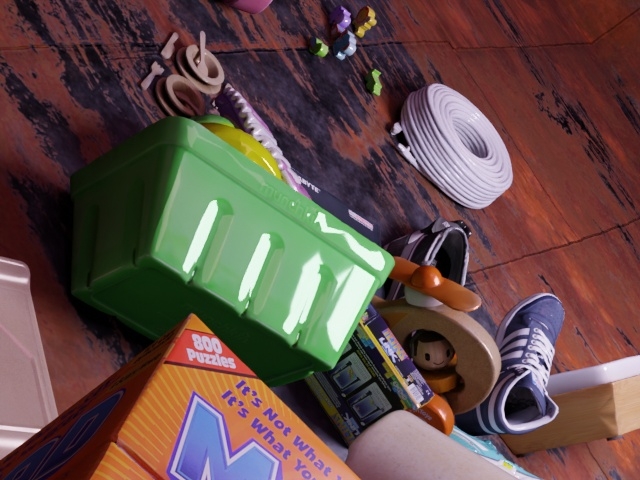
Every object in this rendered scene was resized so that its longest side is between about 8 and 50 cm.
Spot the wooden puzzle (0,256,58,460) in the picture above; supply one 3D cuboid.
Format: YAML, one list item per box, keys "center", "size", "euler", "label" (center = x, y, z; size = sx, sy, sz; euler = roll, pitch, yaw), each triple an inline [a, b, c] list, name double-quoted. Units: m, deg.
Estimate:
- center: [-0.372, 0.116, 1.314]
  size: [0.221, 0.044, 0.238]
  euler: [16, 50, -47]
  label: "wooden puzzle"

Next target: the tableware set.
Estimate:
- center: [-0.187, -0.238, 1.942]
  size: [0.128, 0.039, 0.194]
  euler: [43, 31, -16]
  label: "tableware set"

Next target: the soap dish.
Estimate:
- center: [0.434, 0.264, 2.104]
  size: [0.291, 0.229, 0.118]
  euler: [-2, 76, -55]
  label: "soap dish"

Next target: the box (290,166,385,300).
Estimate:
- center: [0.000, 0.000, 1.936]
  size: [0.220, 0.051, 0.175]
  euler: [33, 35, -29]
  label: "box"

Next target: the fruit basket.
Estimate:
- center: [-0.116, -0.035, 1.634]
  size: [0.392, 0.283, 0.392]
  euler: [19, 61, -38]
  label: "fruit basket"

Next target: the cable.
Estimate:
- center: [0.256, -0.182, 2.446]
  size: [0.257, 0.089, 0.257]
  euler: [43, 31, -16]
  label: "cable"

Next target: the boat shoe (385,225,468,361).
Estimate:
- center: [0.161, 0.108, 1.936]
  size: [0.113, 0.105, 0.306]
  euler: [39, 49, -18]
  label: "boat shoe"

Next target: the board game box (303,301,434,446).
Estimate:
- center: [0.049, 0.173, 1.726]
  size: [0.048, 0.141, 0.170]
  euler: [-27, 82, -50]
  label: "board game box"

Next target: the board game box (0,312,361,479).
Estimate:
- center: [-0.150, 0.356, 1.044]
  size: [0.356, 0.356, 0.356]
  euler: [46, 31, -12]
  label: "board game box"

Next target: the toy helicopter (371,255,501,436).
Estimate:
- center: [0.084, 0.101, 1.765]
  size: [0.355, 0.235, 0.140]
  euler: [31, 39, 12]
  label: "toy helicopter"

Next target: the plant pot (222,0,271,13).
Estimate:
- center: [-0.157, -0.491, 2.122]
  size: [0.180, 0.201, 0.201]
  euler: [15, 44, -25]
  label: "plant pot"

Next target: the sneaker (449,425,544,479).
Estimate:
- center: [0.254, 0.338, 1.889]
  size: [0.275, 0.107, 0.110]
  euler: [34, 25, -29]
  label: "sneaker"

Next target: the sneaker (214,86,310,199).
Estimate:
- center: [-0.109, -0.116, 1.857]
  size: [0.236, 0.104, 0.095]
  euler: [61, 10, 31]
  label: "sneaker"

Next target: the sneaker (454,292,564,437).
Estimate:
- center: [0.315, 0.187, 1.946]
  size: [0.099, 0.153, 0.282]
  euler: [49, 64, -15]
  label: "sneaker"

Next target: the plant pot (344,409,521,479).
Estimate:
- center: [0.142, 0.370, 1.480]
  size: [0.305, 0.333, 0.334]
  euler: [37, 24, 22]
  label: "plant pot"

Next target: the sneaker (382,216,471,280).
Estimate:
- center: [0.177, 0.008, 2.118]
  size: [0.078, 0.106, 0.234]
  euler: [56, 30, 8]
  label: "sneaker"

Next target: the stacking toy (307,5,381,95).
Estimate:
- center: [0.043, -0.386, 2.407]
  size: [0.167, 0.052, 0.221]
  euler: [27, 39, -36]
  label: "stacking toy"
